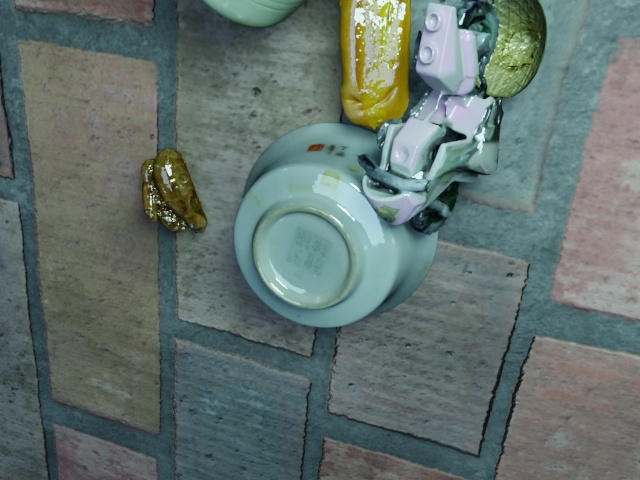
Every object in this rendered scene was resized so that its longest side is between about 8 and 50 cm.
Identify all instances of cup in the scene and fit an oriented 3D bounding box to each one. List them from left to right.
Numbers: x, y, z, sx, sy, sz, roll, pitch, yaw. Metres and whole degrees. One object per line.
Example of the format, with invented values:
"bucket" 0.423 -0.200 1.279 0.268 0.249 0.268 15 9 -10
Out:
"cup" 0.000 0.000 0.955 0.347 0.163 0.347 8 113 18

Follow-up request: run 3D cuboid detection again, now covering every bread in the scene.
"bread" 0.081 -0.282 0.856 0.102 0.094 0.245 5 112 13

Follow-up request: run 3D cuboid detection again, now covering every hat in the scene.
"hat" 0.269 -0.267 0.812 0.146 0.067 0.145 29 124 56

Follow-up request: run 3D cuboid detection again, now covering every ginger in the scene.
"ginger" -0.273 -0.078 1.074 0.103 0.073 0.162 -14 106 25

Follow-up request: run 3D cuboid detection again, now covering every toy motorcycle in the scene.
"toy motorcycle" 0.147 -0.148 0.799 0.143 0.188 0.326 32 125 39

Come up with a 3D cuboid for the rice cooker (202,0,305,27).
"rice cooker" -0.064 -0.415 0.766 0.244 0.226 0.226 -20 103 47
